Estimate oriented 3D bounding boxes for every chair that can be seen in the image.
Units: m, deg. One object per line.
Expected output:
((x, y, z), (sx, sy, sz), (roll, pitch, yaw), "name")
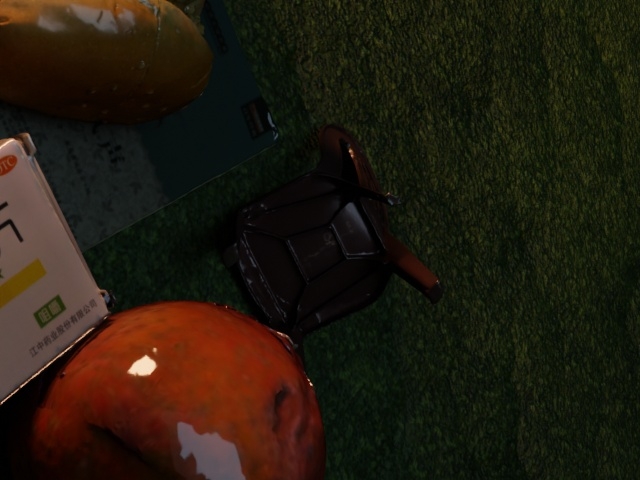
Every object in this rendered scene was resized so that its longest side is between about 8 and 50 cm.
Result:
((0.000, 0.000, 1.422), (0.176, 0.183, 0.326), (64, 0, -15), "chair")

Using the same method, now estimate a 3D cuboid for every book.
((-0.206, -0.149, 1.289), (0.379, 0.031, 0.264), (-35, 107, -45), "book")

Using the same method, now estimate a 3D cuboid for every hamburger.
((-0.198, -0.184, 1.168), (0.283, 0.156, 0.144), (3, 80, -49), "hamburger")

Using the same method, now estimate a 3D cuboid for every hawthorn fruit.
((-0.110, 0.164, 1.162), (0.307, 0.276, 0.276), (-49, 117, -44), "hawthorn fruit")

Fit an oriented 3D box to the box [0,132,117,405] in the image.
((-0.334, 0.070, 1.026), (0.333, 0.145, 0.173), (-42, 114, -42), "box")
